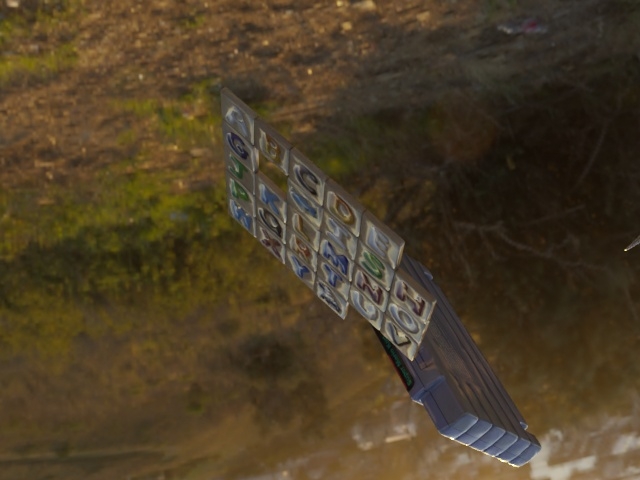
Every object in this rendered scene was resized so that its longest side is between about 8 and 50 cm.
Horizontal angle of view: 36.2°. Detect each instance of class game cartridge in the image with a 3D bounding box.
[{"bbox_3d":[0.149,0.137,1.345,0.068,0.355,0.230,-45,138,18],"label":"game cartridge"}]

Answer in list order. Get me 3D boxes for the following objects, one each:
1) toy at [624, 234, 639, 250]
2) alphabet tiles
[{"bbox_3d":[0.402,-0.086,1.013,0.237,0.056,0.137,-31,171,-39],"label":"toy"},{"bbox_3d":[0.000,0.000,0.830,0.009,0.237,0.198,-40,161,-22],"label":"alphabet tiles"}]
